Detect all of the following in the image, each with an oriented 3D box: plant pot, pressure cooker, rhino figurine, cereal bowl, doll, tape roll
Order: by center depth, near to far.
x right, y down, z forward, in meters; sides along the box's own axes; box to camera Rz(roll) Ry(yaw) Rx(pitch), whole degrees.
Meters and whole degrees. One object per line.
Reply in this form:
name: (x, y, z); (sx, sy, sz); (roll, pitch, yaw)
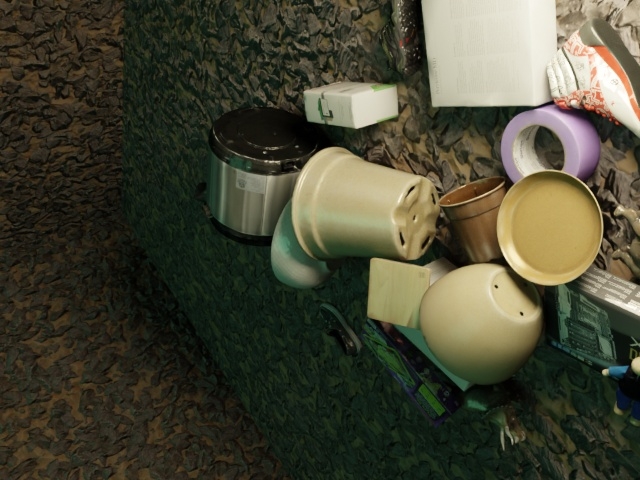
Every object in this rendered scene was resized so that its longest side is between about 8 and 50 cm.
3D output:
rhino figurine: (0.638, 0.040, 1.214); (0.106, 0.073, 0.243); (35, 150, 49)
doll: (0.634, 0.299, 1.251); (0.129, 0.046, 0.189); (34, 152, 38)
plant pot: (0.471, -0.026, 1.270); (0.236, 0.032, 0.236); (6, 98, 51)
tape roll: (0.483, -0.191, 1.307); (0.189, 0.080, 0.189); (32, 132, 43)
plant pot: (0.396, 0.164, 1.414); (0.284, 0.284, 0.191); (57, 148, 17)
plant pot: (0.388, -0.046, 1.474); (0.167, 0.167, 0.165); (-4, 114, 56)
plant pot: (0.144, -0.079, 1.692); (0.306, 0.334, 0.333); (12, 119, 39)
cereal bowl: (0.000, 0.000, 1.917); (0.141, 0.339, 0.338); (18, 126, 27)
pressure cooker: (-0.200, -0.183, 2.035); (0.370, 0.376, 0.420); (40, 138, 32)

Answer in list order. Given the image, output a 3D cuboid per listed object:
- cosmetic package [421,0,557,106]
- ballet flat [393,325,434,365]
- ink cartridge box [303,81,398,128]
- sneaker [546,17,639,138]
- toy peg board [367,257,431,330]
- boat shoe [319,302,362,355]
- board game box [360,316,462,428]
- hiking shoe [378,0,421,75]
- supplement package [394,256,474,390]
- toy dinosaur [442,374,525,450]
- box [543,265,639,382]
cosmetic package: (0.350, -0.478, 1.311); (0.284, 0.097, 0.377); (14, 120, 50)
ballet flat: (0.289, 0.306, 1.847); (0.342, 0.124, 0.116); (25, 129, 47)
ink cartridge box: (0.081, -0.378, 1.706); (0.219, 0.160, 0.092); (21, 125, 50)
sneaker: (0.538, -0.270, 1.172); (0.270, 0.090, 0.145); (64, 149, 12)
toy peg board: (0.213, 0.129, 1.590); (0.161, 0.079, 0.161); (10, 105, 30)
boat shoe: (0.054, 0.326, 2.246); (0.228, 0.076, 0.080); (52, 145, 22)
board game box: (0.249, 0.368, 1.767); (0.347, 0.056, 0.208); (49, 157, 19)
hiking shoe: (0.184, -0.525, 1.534); (0.114, 0.086, 0.226); (23, 128, 44)
supplement package: (0.355, 0.216, 1.647); (0.293, 0.178, 0.175); (43, 140, 35)
toy dinosaur: (0.432, 0.417, 1.673); (0.314, 0.160, 0.121); (20, 124, 48)
box: (0.619, 0.189, 1.282); (0.307, 0.076, 0.242); (31, 150, 43)
